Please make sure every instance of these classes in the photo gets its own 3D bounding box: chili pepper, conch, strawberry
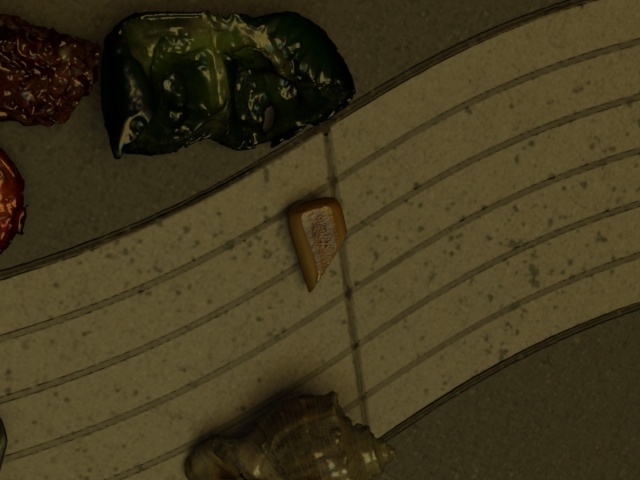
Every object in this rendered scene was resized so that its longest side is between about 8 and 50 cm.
[{"bbox_3d":[-0.101,-0.165,1.282,0.265,0.116,0.148,-8,94,-19],"label":"chili pepper"},{"bbox_3d":[-0.032,0.260,1.380,0.245,0.163,0.178,-8,90,12],"label":"conch"},{"bbox_3d":[-0.362,-0.041,1.216,0.145,0.086,0.145,-6,106,-20],"label":"strawberry"}]

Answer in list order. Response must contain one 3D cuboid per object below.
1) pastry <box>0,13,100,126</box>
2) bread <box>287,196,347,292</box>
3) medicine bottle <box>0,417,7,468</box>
[{"bbox_3d":[-0.320,-0.172,1.193,0.209,0.097,0.115,8,112,-18],"label":"pastry"},{"bbox_3d":[0.001,0.001,1.381,0.062,0.049,0.103,-19,110,-7],"label":"bread"},{"bbox_3d":[-0.428,0.230,1.256,0.189,0.088,0.132,14,98,-23],"label":"medicine bottle"}]
